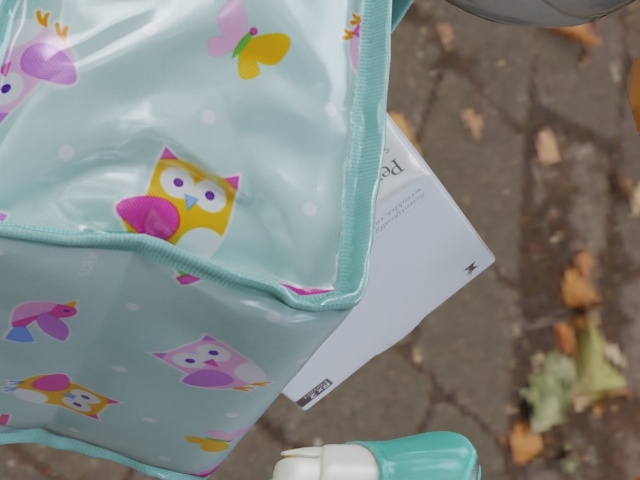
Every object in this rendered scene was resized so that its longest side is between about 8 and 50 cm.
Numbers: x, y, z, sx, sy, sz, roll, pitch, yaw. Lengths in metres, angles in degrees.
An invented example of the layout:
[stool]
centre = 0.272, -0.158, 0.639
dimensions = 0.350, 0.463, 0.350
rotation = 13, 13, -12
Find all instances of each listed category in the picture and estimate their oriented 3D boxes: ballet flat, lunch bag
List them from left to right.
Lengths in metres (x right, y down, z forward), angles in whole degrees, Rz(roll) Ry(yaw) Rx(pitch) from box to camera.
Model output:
[lunch bag]
centre = -0.059, -0.066, 0.687
dimensions = 0.160, 0.223, 0.262
rotation = 13, 63, -12
[ballet flat]
centre = -0.019, 0.174, 1.140
dimensions = 0.087, 0.247, 0.083
rotation = 35, 39, -36

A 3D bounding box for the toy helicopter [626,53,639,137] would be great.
[toy helicopter]
centre = 0.331, -0.024, 1.298
dimensions = 0.235, 0.140, 0.355
rotation = 20, 25, -8

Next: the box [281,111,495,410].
[box]
centre = 0.000, 0.000, 1.273
dimensions = 0.119, 0.181, 0.182
rotation = 53, 3, 28

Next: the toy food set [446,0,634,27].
[toy food set]
centre = 0.114, -0.070, 0.408
dimensions = 0.306, 0.092, 0.219
rotation = 41, 54, -41
